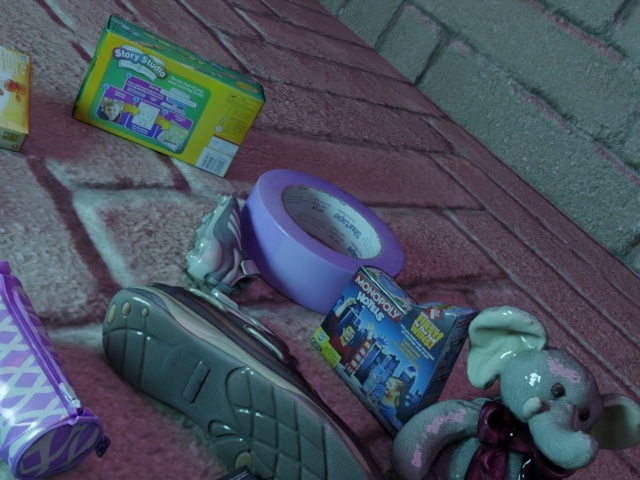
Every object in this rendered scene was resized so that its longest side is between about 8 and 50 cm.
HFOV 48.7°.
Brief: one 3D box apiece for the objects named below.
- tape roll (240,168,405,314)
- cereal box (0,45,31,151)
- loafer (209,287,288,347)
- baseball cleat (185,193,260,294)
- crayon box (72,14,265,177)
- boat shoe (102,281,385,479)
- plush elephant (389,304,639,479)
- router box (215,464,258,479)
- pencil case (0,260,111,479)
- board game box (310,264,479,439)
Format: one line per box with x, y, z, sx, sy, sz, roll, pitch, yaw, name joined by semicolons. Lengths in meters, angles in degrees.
0.000;0.000;1.157;0.274;0.090;0.275;26;27;-15;tape roll
-0.525;-0.225;0.967;0.240;0.047;0.173;13;47;-36;cereal box
-0.100;0.113;0.918;0.125;0.039;0.045;38;-7;4;loafer
-0.135;0.012;1.030;0.109;0.072;0.206;40;28;-17;baseball cleat
-0.253;-0.238;1.196;0.278;0.165;0.081;21;28;-23;crayon box
-0.068;0.155;0.765;0.355;0.132;0.130;39;27;10;boat shoe
0.235;0.237;0.816;0.271;0.255;0.330;30;26;-5;plush elephant
-0.088;0.271;0.647;0.092;0.038;0.122;44;28;23;router box
-0.276;0.118;0.646;0.206;0.088;0.086;46;27;27;pencil case
0.106;0.129;0.931;0.060;0.194;0.194;-5;45;-51;board game box
